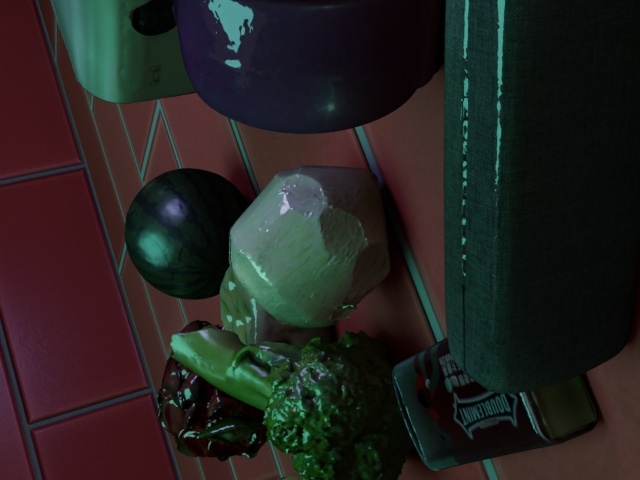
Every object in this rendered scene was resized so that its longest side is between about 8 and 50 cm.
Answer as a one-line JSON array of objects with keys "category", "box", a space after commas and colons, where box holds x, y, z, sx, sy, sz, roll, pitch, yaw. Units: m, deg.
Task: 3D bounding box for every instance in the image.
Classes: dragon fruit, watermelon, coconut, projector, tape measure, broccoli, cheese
[{"category": "dragon fruit", "box": [-0.170, 0.220, 1.411, 0.293, 0.233, 0.234, 47, 145, 44]}, {"category": "watermelon", "box": [-0.206, -0.012, 1.373, 0.212, 0.212, 0.212, 165, 90, -69]}, {"category": "coconut", "box": [0.000, 0.000, 0.940, 0.171, 0.183, 0.171, 45, -170, -10]}, {"category": "projector", "box": [-0.200, -0.349, 1.078, 0.249, 0.248, 0.248, 114, 137, -58]}, {"category": "tape measure", "box": [-0.014, -0.206, 0.743, 0.245, 0.231, 0.149, 49, 147, 41]}, {"category": "broccoli", "box": [-0.001, 0.182, 1.046, 0.254, 0.186, 0.302, 43, 175, -33]}, {"category": "cheese", "box": [-0.067, 0.119, 1.233, 0.218, 0.117, 0.235, -130, 34, -52]}]

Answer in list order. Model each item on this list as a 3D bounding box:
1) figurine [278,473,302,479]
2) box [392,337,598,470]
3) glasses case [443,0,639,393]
[{"category": "figurine", "box": [0.009, 0.507, 1.291, 0.325, 0.124, 0.222, 68, 158, 7]}, {"category": "box", "box": [0.147, 0.136, 0.782, 0.120, 0.069, 0.224, 71, 157, 12]}, {"category": "glasses case", "box": [0.148, -0.052, 0.565, 0.074, 0.131, 0.323, -135, 37, -58]}]
